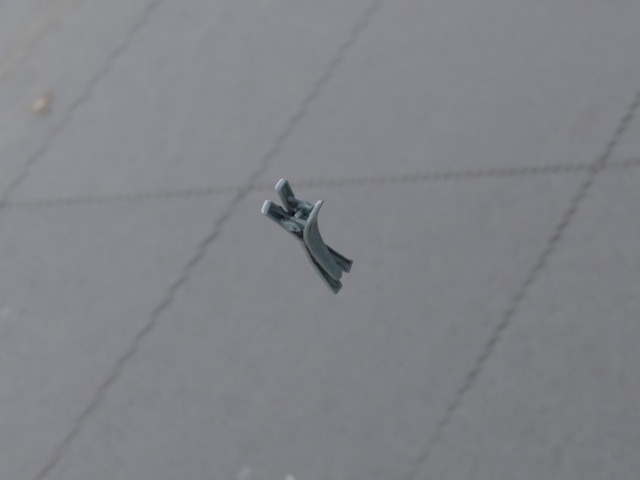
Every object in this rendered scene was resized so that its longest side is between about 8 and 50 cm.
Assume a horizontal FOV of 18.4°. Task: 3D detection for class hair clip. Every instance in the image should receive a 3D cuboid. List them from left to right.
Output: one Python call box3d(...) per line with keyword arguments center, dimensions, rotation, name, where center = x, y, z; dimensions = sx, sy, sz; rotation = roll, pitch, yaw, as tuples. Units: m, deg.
box3d(center=(-0.001, 0.001, 1.422), dimensions=(0.039, 0.115, 0.030), rotation=(22, 71, 34), name="hair clip")
